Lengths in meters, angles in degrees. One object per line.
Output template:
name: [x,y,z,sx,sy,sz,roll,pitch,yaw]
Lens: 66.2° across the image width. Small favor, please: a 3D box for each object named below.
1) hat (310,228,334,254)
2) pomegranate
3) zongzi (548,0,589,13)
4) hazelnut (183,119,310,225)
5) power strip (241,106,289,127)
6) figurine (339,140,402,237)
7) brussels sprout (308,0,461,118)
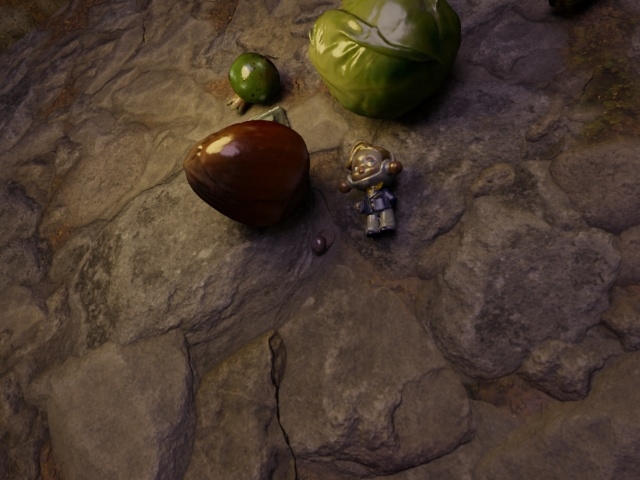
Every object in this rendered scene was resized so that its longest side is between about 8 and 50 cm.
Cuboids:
hat: [0.001,-0.003,1.412,0.058,0.042,0.087,20,72,30]
pomegranate: [-0.251,-0.554,1.753,0.225,0.187,0.187,-46,50,30]
zongzi: [0.862,-0.774,1.418,0.318,0.154,0.289,27,84,26]
hazelnut: [-0.205,-0.201,1.427,0.372,0.372,0.315,-4,83,21]
power strip: [-0.213,-0.370,1.690,0.213,0.064,0.198,-24,55,10]
figurine: [0.164,-0.148,1.380,0.194,0.133,0.274,-41,58,26]
brussels sprout: [0.203,-0.556,1.446,0.425,0.342,0.361,-37,49,14]
